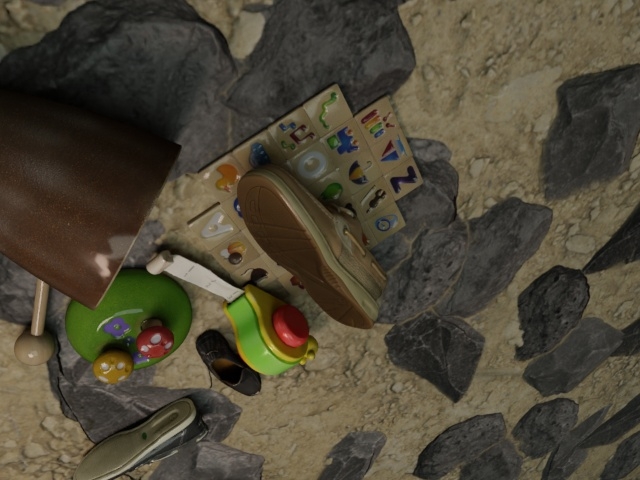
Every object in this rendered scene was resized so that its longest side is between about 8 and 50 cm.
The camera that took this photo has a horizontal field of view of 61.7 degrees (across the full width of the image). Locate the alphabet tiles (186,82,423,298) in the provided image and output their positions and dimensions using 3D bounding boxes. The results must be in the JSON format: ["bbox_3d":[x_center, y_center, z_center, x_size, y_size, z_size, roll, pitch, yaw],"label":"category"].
[{"bbox_3d":[-0.013,-0.059,0.817,0.343,0.011,0.285,-33,128,0],"label":"alphabet tiles"}]

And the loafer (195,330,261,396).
[{"bbox_3d":[-0.152,0.226,0.912,0.062,0.061,0.170,-37,128,2],"label":"loafer"}]

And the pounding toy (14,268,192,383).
[{"bbox_3d":[-0.296,0.139,0.766,0.237,0.110,0.183,14,115,-29],"label":"pounding toy"}]

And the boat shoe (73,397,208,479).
[{"bbox_3d":[-0.308,0.366,0.926,0.233,0.084,0.079,-28,127,-7],"label":"boat shoe"}]

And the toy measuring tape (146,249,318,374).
[{"bbox_3d":[-0.119,0.129,0.822,0.330,0.121,0.121,34,104,-37],"label":"toy measuring tape"}]

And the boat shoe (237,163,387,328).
[{"bbox_3d":[0.000,0.000,0.797,0.110,0.122,0.341,-60,136,-26],"label":"boat shoe"}]

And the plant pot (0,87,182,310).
[{"bbox_3d":[-0.308,-0.067,0.586,0.230,0.215,0.215,28,108,-20],"label":"plant pot"}]
